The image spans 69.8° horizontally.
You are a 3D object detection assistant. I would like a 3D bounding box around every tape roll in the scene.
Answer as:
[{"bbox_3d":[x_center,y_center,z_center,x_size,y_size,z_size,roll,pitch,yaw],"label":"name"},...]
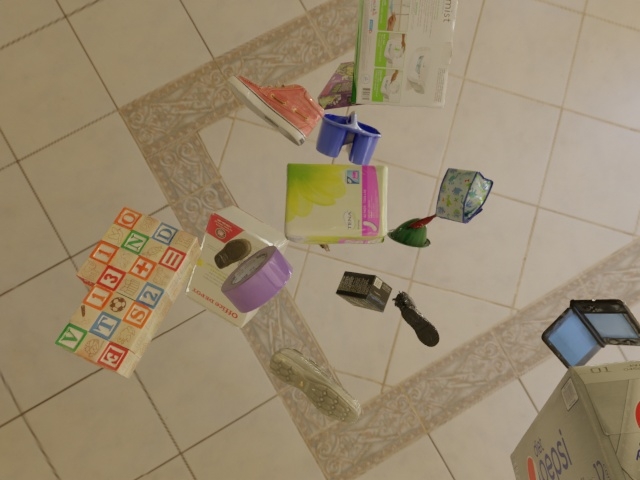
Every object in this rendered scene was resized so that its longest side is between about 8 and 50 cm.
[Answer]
[{"bbox_3d":[-0.172,0.103,1.246,0.189,0.189,0.080,-38,107,-4],"label":"tape roll"}]

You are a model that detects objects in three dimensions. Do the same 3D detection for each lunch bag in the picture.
[{"bbox_3d":[0.415,-0.127,1.353,0.096,0.129,0.151,26,90,-28],"label":"lunch bag"}]

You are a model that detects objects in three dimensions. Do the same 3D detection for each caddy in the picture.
[{"bbox_3d":[0.111,-0.425,1.817,0.241,0.341,0.179,14,110,-6],"label":"caddy"}]

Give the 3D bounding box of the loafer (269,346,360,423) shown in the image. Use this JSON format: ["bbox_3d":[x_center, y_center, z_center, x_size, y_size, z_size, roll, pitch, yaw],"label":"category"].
[{"bbox_3d":[-0.008,0.429,1.397,0.319,0.111,0.112,33,118,18],"label":"loafer"}]

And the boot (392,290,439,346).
[{"bbox_3d":[0.213,0.173,1.031,0.045,0.099,0.121,-42,101,9],"label":"boot"}]

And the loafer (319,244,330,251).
[{"bbox_3d":[0.000,0.000,1.611,0.039,0.045,0.125,-25,46,0],"label":"loafer"}]

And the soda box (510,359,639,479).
[{"bbox_3d":[0.251,0.202,0.410,0.098,0.286,0.091,-8,52,6],"label":"soda box"}]

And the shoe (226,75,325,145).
[{"bbox_3d":[-0.079,-0.257,0.832,0.178,0.063,0.081,39,85,2],"label":"shoe"}]

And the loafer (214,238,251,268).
[{"bbox_3d":[-0.221,0.029,1.183,0.050,0.148,0.056,-27,92,-48],"label":"loafer"}]

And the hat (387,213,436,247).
[{"bbox_3d":[0.382,-0.084,1.821,0.208,0.173,0.183,20,115,23],"label":"hat"}]

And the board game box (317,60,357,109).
[{"bbox_3d":[0.130,-0.514,1.474,0.208,0.347,0.056,2,127,16],"label":"board game box"}]

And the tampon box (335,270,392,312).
[{"bbox_3d":[0.165,0.192,1.739,0.120,0.161,0.101,38,69,-37],"label":"tampon box"}]

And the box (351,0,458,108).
[{"bbox_3d":[0.206,-0.475,1.161,0.231,0.127,0.262,1,108,-3],"label":"box"}]

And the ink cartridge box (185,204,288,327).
[{"bbox_3d":[-0.330,0.102,1.788,0.279,0.160,0.385,30,114,10],"label":"ink cartridge box"}]

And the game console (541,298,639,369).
[{"bbox_3d":[0.418,0.150,0.696,0.122,0.107,0.071,42,59,-26],"label":"game console"}]

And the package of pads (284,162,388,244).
[{"bbox_3d":[0.045,-0.101,1.330,0.296,0.101,0.229,2,77,2],"label":"package of pads"}]

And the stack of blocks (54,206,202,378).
[{"bbox_3d":[-0.390,0.099,0.922,0.171,0.087,0.297,22,64,4],"label":"stack of blocks"}]
